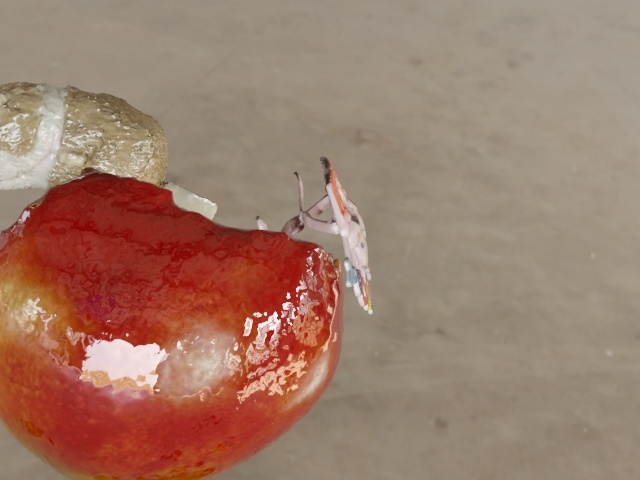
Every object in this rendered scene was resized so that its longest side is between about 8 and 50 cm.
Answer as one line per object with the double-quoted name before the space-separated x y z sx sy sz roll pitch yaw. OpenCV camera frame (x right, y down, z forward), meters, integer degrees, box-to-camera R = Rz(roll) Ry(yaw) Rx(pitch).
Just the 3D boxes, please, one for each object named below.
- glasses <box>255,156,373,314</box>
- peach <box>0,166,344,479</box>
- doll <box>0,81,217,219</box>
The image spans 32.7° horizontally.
"glasses" 0.009 0.003 1.238 0.095 0.162 0.255 -27 11 8
"peach" -0.060 0.046 0.452 0.151 0.151 0.118 -16 35 -41
"doll" -0.191 -0.071 0.935 0.221 0.105 0.115 21 57 -2
